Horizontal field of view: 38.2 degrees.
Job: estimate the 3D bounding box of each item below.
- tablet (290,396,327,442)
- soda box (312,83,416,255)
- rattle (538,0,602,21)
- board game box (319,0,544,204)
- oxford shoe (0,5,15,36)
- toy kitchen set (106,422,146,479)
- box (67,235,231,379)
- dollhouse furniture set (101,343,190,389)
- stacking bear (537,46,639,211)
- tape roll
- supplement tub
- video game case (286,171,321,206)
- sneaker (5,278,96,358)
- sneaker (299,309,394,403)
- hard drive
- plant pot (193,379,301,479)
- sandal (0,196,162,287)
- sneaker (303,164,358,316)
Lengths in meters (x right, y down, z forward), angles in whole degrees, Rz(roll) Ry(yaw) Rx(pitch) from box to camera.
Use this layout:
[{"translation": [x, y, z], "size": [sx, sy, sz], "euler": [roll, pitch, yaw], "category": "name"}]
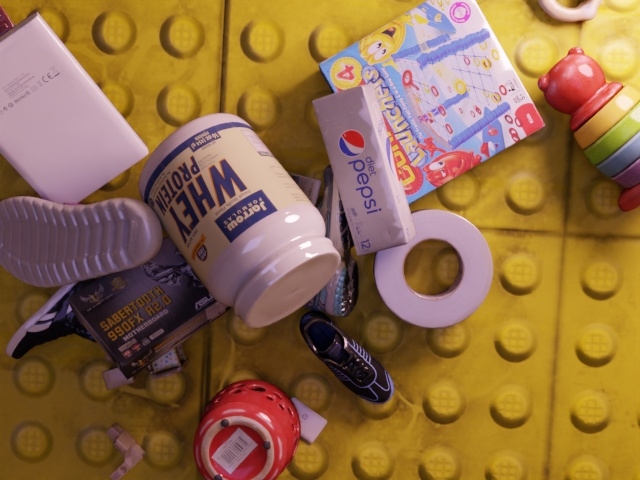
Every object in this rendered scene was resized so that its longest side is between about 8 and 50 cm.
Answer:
[{"translation": [-0.035, 0.346, 1.780], "size": [0.083, 0.006, 0.054], "euler": [36, 93, -1], "category": "tablet"}, {"translation": [0.080, -0.125, 1.623], "size": [0.098, 0.091, 0.286], "euler": [-15, 97, 19], "category": "soda box"}, {"translation": [0.426, -0.468, 1.657], "size": [0.199, 0.143, 0.130], "euler": [22, 112, -6], "category": "rattle"}, {"translation": [0.201, -0.263, 1.696], "size": [0.302, 0.086, 0.308], "euler": [-30, 92, 3], "category": "board game box"}, {"translation": [-0.559, -0.309, 1.703], "size": [0.123, 0.130, 0.348], "euler": [-27, 112, -8], "category": "oxford shoe"}, {"translation": [-0.393, 0.408, 1.762], "size": [0.075, 0.068, 0.083], "euler": [-44, 91, 4], "category": "toy kitchen set"}, {"translation": [-0.305, 0.114, 1.663], "size": [0.231, 0.056, 0.183], "euler": [-34, 60, -22], "category": "box"}, {"translation": [-0.354, 0.174, 1.729], "size": [0.161, 0.101, 0.182], "euler": [-17, 93, 2], "category": "dollhouse furniture set"}, {"translation": [0.521, -0.215, 1.663], "size": [0.175, 0.164, 0.289], "euler": [-44, 87, 3], "category": "stacking bear"}, {"translation": [0.207, 0.051, 1.723], "size": [0.219, 0.072, 0.219], "euler": [0, 93, 1], "category": "tape roll"}, {"translation": [-0.139, -0.034, 1.602], "size": [0.235, 0.235, 0.325], "euler": [-40, 70, 3], "category": "supplement tub"}, {"translation": [-0.051, -0.079, 1.709], "size": [0.011, 0.122, 0.087], "euler": [11, 96, -43], "category": "video game case"}, {"translation": [-0.483, 0.170, 1.743], "size": [0.121, 0.079, 0.217], "euler": [44, 92, 0], "category": "sneaker"}, {"translation": [0.047, 0.225, 1.728], "size": [0.232, 0.090, 0.081], "euler": [43, 93, -1], "category": "sneaker"}, {"translation": [-0.489, -0.220, 1.658], "size": [0.210, 0.040, 0.319], "euler": [-34, 124, 3], "category": "hard drive"}, {"translation": [-0.136, 0.368, 1.699], "size": [0.191, 0.174, 0.191], "euler": [0, 96, 3], "category": "plant pot"}, {"translation": [-0.443, -0.001, 1.687], "size": [0.416, 0.102, 0.169], "euler": [2, 101, 30], "category": "sandal"}, {"translation": [0.000, 0.000, 1.703], "size": [0.122, 0.110, 0.283], "euler": [4, 98, 18], "category": "sneaker"}]
